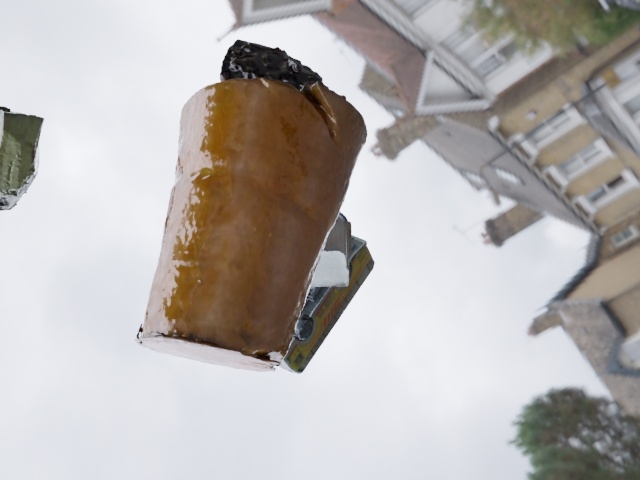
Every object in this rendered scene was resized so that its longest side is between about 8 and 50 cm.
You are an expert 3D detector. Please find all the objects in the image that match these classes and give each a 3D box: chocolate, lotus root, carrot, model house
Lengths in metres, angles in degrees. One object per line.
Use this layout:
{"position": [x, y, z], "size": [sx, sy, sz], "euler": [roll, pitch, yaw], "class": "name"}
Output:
{"position": [-0.050, -0.200, 1.274], "size": [0.156, 0.133, 0.156], "euler": [5, -90, -70], "class": "chocolate"}
{"position": [-0.421, -0.115, 1.282], "size": [0.070, 0.144, 0.143], "euler": [5, -164, -28], "class": "lotus root"}
{"position": [-0.061, -0.005, 0.885], "size": [0.196, 0.196, 0.254], "euler": [30, -118, -47], "class": "carrot"}
{"position": [0.000, 0.000, 1.335], "size": [0.101, 0.087, 0.100], "euler": [84, -173, -58], "class": "model house"}

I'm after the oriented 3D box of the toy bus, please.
{"position": [-0.010, 0.108, 1.624], "size": [0.268, 0.092, 0.106], "euler": [-54, -38, -21], "class": "toy bus"}
